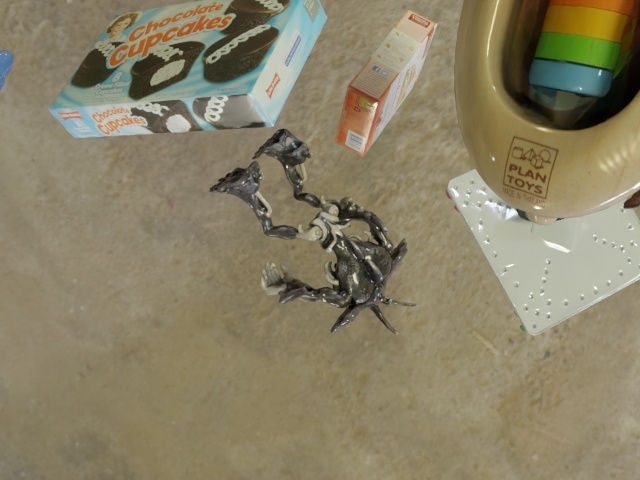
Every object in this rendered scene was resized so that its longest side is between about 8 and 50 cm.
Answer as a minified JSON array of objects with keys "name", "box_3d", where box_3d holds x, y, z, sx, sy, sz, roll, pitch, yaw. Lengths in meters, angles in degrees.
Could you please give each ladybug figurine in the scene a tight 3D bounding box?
[{"name":"ladybug figurine","box_3d":[0.314,-0.235,0.829,0.305,0.162,0.449,26,110,34]}]

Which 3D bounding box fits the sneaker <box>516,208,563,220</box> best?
[{"name":"sneaker","box_3d":[0.531,-0.097,1.603,0.209,0.082,0.069,-12,143,7]}]

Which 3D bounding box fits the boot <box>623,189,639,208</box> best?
[{"name":"boot","box_3d":[0.521,-0.114,1.204,0.114,0.037,0.106,71,159,5]}]

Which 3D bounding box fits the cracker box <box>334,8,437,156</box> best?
[{"name":"cracker box","box_3d":[0.119,-0.285,1.328,0.067,0.232,0.156,29,150,9]}]

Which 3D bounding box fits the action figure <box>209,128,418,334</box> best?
[{"name":"action figure","box_3d":[0.000,0.000,0.903,0.276,0.164,0.141,51,158,-17]}]

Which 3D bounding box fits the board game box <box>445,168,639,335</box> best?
[{"name":"board game box","box_3d":[0.533,-0.031,1.687,0.390,0.390,0.050,63,164,10]}]

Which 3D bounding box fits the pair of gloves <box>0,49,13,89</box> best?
[{"name":"pair of gloves","box_3d":[-0.371,-0.115,0.679,0.198,0.159,0.023,2,140,39]}]

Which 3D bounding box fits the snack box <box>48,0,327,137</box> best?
[{"name":"snack box","box_3d":[-0.168,-0.219,0.907,0.322,0.187,0.060,2,144,31]}]
